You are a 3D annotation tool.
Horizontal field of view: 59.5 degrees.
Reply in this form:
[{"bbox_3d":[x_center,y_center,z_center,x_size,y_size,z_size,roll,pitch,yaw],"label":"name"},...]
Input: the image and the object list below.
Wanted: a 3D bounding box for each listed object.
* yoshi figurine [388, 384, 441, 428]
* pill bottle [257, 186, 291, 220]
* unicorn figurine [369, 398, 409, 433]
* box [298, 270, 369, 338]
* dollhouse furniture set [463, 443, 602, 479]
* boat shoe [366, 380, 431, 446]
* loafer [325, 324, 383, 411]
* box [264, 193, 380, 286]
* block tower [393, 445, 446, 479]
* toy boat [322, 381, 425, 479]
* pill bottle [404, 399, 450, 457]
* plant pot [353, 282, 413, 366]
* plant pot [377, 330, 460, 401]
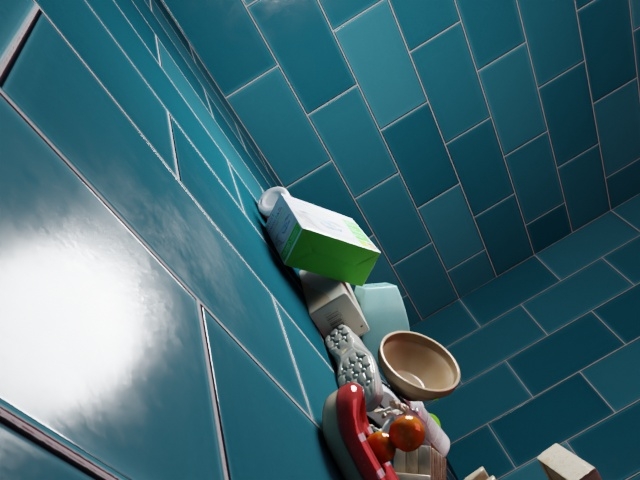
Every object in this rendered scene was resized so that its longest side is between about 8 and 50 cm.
[{"bbox_3d":[0.325,0.593,1.904,0.362,0.203,0.203,59,18,-54],"label":"yoshi figurine"},{"bbox_3d":[-0.113,-0.073,1.796,0.193,0.108,0.108,56,5,-47],"label":"pill bottle"},{"bbox_3d":[0.157,0.448,1.334,0.111,0.162,0.060,22,33,-36],"label":"unicorn figurine"},{"bbox_3d":[0.033,0.173,1.667,0.148,0.121,0.311,57,4,-19],"label":"box"},{"bbox_3d":[0.536,0.746,1.393,0.257,0.394,0.362,59,-9,-7],"label":"dollhouse furniture set"},{"bbox_3d":[0.201,0.470,1.531,0.335,0.121,0.119,57,4,-30],"label":"boat shoe"},{"bbox_3d":[0.096,0.320,1.388,0.111,0.112,0.319,49,6,-22],"label":"loafer"},{"bbox_3d":[0.000,0.000,1.613,0.261,0.127,0.231,18,21,-27],"label":"box"},{"bbox_3d":[0.253,0.572,1.392,0.335,0.090,0.097,53,37,-60],"label":"block tower"},{"bbox_3d":[0.104,0.342,0.938,0.231,0.151,0.151,60,3,16],"label":"toy boat"},{"bbox_3d":[0.271,0.556,1.673,0.229,0.131,0.131,51,5,-10],"label":"pill bottle"},{"bbox_3d":[0.178,0.254,1.735,0.165,0.165,0.235,-169,-105,-79],"label":"plant pot"},{"bbox_3d":[0.264,0.374,1.586,0.237,0.237,0.110,-117,-141,-50],"label":"plant pot"}]
